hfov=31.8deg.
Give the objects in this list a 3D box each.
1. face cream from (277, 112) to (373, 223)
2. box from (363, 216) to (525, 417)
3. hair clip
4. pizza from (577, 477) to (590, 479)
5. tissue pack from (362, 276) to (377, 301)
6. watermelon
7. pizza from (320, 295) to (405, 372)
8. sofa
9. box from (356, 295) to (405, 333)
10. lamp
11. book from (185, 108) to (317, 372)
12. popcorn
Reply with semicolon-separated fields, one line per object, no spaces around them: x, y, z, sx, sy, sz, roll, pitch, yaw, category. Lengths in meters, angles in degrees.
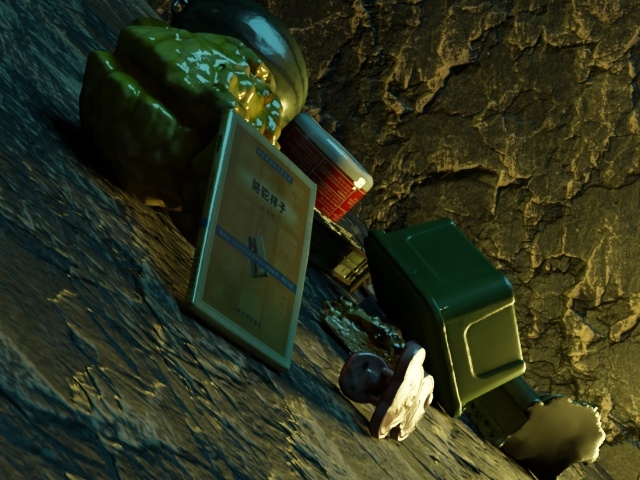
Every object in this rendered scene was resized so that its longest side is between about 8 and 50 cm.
-0.028;-0.116;2.154;0.201;0.187;0.201;44;6;-6;face cream
0.217;0.114;1.959;0.328;0.178;0.252;-128;-162;-57;box
0.100;0.190;1.362;0.138;0.123;0.102;37;-11;-31;hair clip
0.492;0.508;1.746;0.335;0.086;0.226;52;-7;6;pizza
0.211;0.137;2.386;0.271;0.124;0.201;43;3;-11;tissue pack
-0.190;-0.375;2.387;0.359;0.279;0.279;43;6;-15;watermelon
0.076;0.144;1.665;0.194;0.069;0.154;44;7;-24;pizza
0.401;0.319;2.132;0.258;0.182;0.200;40;7;-38;sofa
0.095;0.139;1.894;0.074;0.054;0.099;47;7;39;box
0.000;0.000;2.044;0.089;0.090;0.325;50;9;32;lamp
-0.069;0.000;1.205;0.170;0.018;0.241;41;47;-44;book
-0.160;-0.137;1.340;0.265;0.225;0.332;46;15;-42;popcorn
